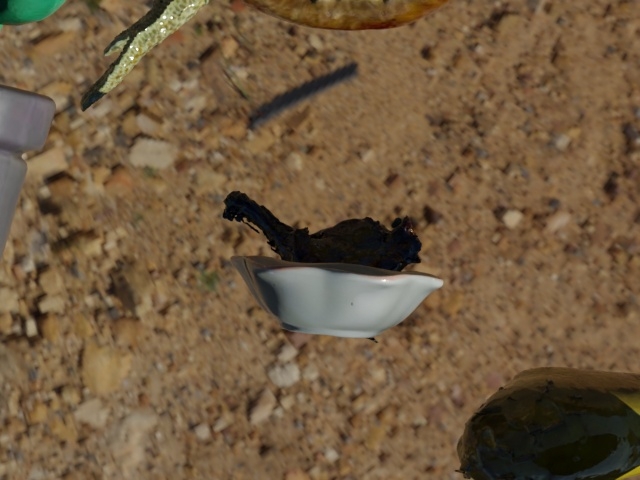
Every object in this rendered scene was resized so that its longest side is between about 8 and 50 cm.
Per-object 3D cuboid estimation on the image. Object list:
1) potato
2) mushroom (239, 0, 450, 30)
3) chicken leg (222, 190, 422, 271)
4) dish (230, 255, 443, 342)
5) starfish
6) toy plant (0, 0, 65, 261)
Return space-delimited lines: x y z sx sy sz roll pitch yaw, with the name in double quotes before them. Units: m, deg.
"potato" 0.283 0.213 1.581 0.300 0.173 0.140 -4 99 -29
"mushroom" 0.019 -0.286 1.023 0.345 0.259 0.345 3 138 3
"chicken leg" 0.000 0.000 1.709 0.253 0.051 0.106 13 67 -3
"dish" 0.013 0.065 1.481 0.229 0.229 0.081 6 91 -23
"starfish" -0.153 -0.309 1.575 0.078 0.358 0.347 26 60 -16
"toy plant" -0.262 -0.128 0.935 0.185 0.279 0.400 11 88 -31
